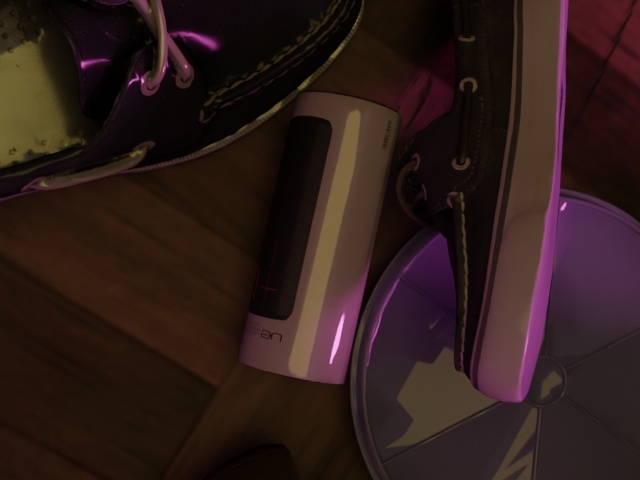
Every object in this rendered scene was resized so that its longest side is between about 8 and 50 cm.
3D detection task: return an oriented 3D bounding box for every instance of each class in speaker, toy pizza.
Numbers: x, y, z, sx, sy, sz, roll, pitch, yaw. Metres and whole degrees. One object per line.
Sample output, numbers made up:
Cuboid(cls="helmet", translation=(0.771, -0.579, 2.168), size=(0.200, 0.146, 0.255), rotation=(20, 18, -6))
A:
Cuboid(cls="speaker", translation=(0.000, 0.000, 0.428), size=(0.055, 0.055, 0.136), rotation=(13, 88, -12))
Cuboid(cls="toy pizza", translation=(0.111, 0.072, 0.464), size=(0.201, 0.032, 0.201), rotation=(0, 91, -11))

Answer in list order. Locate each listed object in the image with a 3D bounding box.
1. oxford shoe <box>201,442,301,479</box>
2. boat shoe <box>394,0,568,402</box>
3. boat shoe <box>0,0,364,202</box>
Cuboid(cls="oxford shoe", translation=(0.022, 0.196, 0.420), size=(0.096, 0.083, 0.227), rotation=(-36, 99, -14))
Cuboid(cls="boat shoe", translation=(0.073, -0.039, 0.412), size=(0.076, 0.080, 0.228), rotation=(3, 70, 17))
Cuboid(cls="boat shoe", translation=(-0.108, -0.074, 0.384), size=(0.303, 0.091, 0.114), rotation=(-28, 96, -11))
